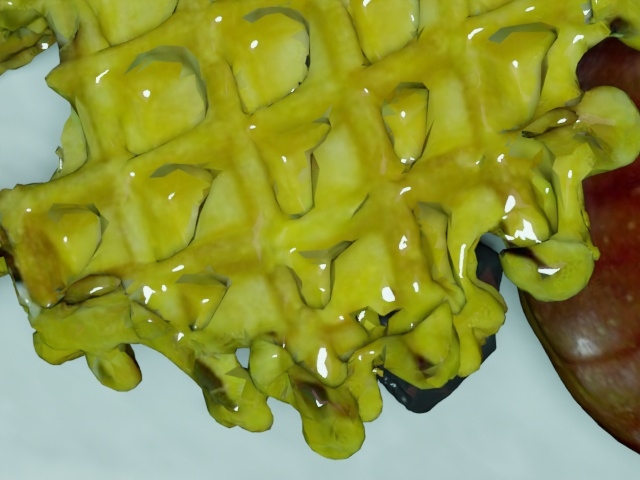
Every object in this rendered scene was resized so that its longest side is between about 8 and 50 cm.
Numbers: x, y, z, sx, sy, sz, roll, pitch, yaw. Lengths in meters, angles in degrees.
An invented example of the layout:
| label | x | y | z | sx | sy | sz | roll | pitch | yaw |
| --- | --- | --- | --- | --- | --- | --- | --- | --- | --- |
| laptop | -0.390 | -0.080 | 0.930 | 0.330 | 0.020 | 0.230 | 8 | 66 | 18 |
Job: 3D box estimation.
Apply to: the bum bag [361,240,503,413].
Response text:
| label | x | y | z | sx | sy | sz | roll | pitch | yaw |
| --- | --- | --- | --- | --- | --- | --- | --- | --- | --- |
| bum bag | 0.000 | 0.000 | 0.584 | 0.124 | 0.034 | 0.058 | 33 | 94 | -5 |

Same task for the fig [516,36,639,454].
| label | x | y | z | sx | sy | sz | roll | pitch | yaw |
| --- | --- | --- | --- | --- | --- | --- | --- | --- | --- |
| fig | 0.145 | -0.014 | 0.525 | 0.175 | 0.207 | 0.175 | 0 | 90 | -15 |

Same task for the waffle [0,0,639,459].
| label | x | y | z | sx | sy | sz | roll | pitch | yaw |
| --- | --- | --- | --- | --- | --- | --- | --- | --- | --- |
| waffle | -0.014 | -0.066 | 0.523 | 0.232 | 0.051 | 0.228 | 23 | 84 | 27 |
